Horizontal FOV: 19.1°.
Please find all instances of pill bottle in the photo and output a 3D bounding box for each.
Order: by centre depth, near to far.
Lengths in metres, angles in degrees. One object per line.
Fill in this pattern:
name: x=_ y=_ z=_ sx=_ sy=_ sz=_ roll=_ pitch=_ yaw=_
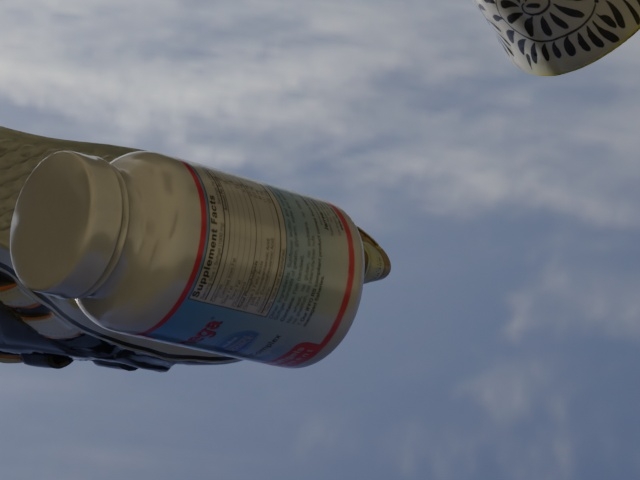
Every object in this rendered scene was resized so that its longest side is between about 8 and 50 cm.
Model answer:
pill bottle: x=-0.062 y=0.007 z=0.901 sx=0.160 sy=0.087 sz=0.087 roll=15 pitch=-166 yaw=-40

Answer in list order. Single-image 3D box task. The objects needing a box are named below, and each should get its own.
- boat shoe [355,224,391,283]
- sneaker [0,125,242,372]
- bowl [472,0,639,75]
boat shoe: x=0.000 y=0.000 z=1.446 sx=0.045 sy=0.050 sz=0.135 roll=9 pitch=-159 yaw=-45
sneaker: x=-0.150 y=0.014 z=1.164 sx=0.321 sy=0.127 sz=0.126 roll=20 pitch=-124 yaw=23
bowl: x=0.118 y=-0.176 z=0.962 sx=0.080 sy=0.170 sz=0.170 roll=27 pitch=-166 yaw=-28
